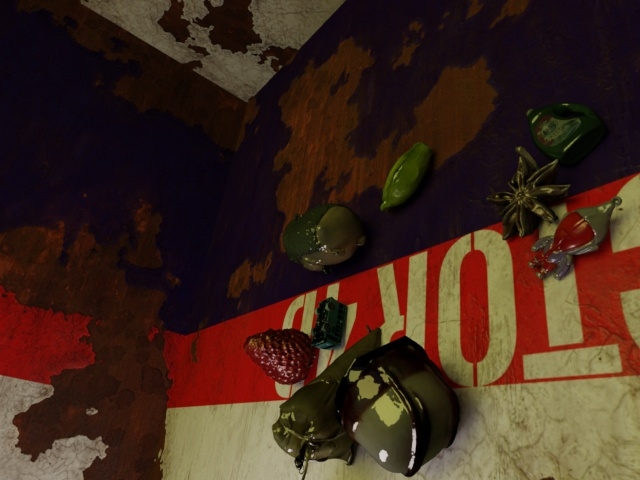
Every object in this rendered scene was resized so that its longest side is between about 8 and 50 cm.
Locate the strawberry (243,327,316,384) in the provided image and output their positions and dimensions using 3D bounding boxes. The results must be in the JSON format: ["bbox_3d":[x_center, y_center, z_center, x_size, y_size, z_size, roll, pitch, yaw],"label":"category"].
[{"bbox_3d":[-0.146,0.375,1.581,0.205,0.244,0.205,-39,36,36],"label":"strawberry"}]

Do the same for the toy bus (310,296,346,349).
[{"bbox_3d":[0.030,0.278,1.529,0.079,0.092,0.160,-32,37,46],"label":"toy bus"}]

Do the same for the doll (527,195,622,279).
[{"bbox_3d":[0.526,-0.007,0.969,0.227,0.075,0.102,-56,44,34],"label":"doll"}]

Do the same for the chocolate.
[{"bbox_3d":[0.194,0.379,1.035,0.186,0.283,0.284,33,96,55],"label":"chocolate"}]

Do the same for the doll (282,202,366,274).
[{"bbox_3d":[0.000,0.000,1.659,0.349,0.247,0.247,-8,61,52],"label":"doll"}]

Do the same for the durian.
[{"bbox_3d":[0.270,-0.198,1.501,0.250,0.101,0.139,-61,-5,7],"label":"durian"}]

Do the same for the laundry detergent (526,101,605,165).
[{"bbox_3d":[0.568,-0.274,1.118,0.137,0.063,0.211,-48,31,23],"label":"laundry detergent"}]

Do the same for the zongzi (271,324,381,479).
[{"bbox_3d":[0.026,0.375,1.178,0.181,0.447,0.418,20,77,22],"label":"zongzi"}]

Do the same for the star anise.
[{"bbox_3d":[0.488,-0.109,1.092,0.209,0.089,0.231,16,85,58],"label":"star anise"}]
